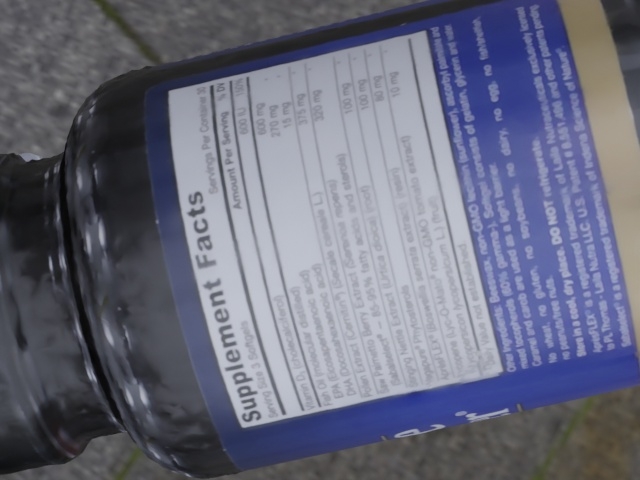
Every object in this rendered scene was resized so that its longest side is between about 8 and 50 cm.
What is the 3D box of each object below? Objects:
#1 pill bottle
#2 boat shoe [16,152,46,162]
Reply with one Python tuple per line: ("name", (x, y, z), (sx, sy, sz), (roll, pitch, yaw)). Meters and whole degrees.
("pill bottle", (0.000, 0.000, 0.577), (0.219, 0.123, 0.123), (-13, 120, 6))
("boat shoe", (-0.234, -0.020, 1.353), (0.040, 0.142, 0.049), (33, 47, -55))
